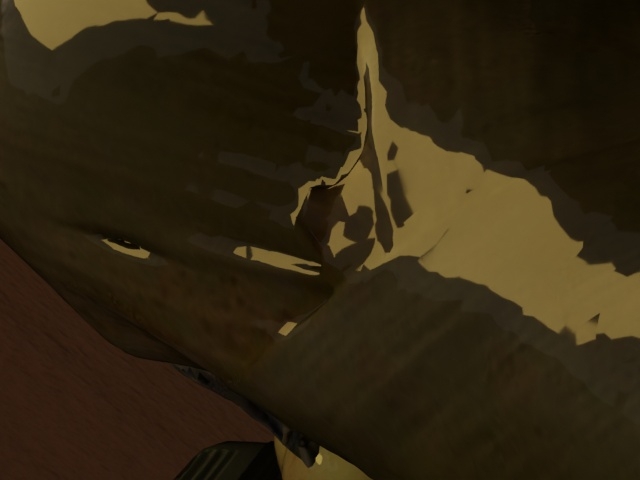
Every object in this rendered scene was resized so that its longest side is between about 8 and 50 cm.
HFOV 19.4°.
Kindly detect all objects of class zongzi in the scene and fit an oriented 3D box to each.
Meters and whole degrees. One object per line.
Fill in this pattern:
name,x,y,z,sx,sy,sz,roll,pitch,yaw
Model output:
zongzi,0.000,0.000,0.532,0.418,0.447,0.181,-61,-16,-72

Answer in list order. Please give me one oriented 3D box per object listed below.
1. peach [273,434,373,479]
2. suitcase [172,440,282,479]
peach,0.089,0.077,0.889,0.232,0.232,0.232,-51,-2,-2
suitcase,-0.053,0.242,0.918,0.312,0.128,0.202,-47,-46,-56
